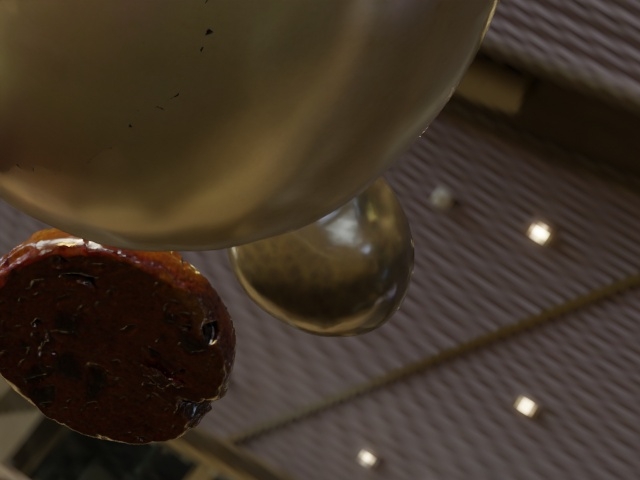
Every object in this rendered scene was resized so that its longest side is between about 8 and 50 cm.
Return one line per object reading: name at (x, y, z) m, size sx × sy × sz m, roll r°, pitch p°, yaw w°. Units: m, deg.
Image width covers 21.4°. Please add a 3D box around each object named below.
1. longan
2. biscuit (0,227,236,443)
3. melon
longan at (0.000, 0.000, 1.738) m, size 0.212 × 0.198 × 0.198 m, roll 38°, pitch -29°, yaw 4°
biscuit at (-0.150, 0.068, 1.197) m, size 0.192 × 0.049 × 0.192 m, roll 4°, pitch -54°, yaw 6°
melon at (-0.038, -0.131, 0.556) m, size 0.223 × 0.223 × 0.317 m, roll 31°, pitch -41°, yaw 10°
